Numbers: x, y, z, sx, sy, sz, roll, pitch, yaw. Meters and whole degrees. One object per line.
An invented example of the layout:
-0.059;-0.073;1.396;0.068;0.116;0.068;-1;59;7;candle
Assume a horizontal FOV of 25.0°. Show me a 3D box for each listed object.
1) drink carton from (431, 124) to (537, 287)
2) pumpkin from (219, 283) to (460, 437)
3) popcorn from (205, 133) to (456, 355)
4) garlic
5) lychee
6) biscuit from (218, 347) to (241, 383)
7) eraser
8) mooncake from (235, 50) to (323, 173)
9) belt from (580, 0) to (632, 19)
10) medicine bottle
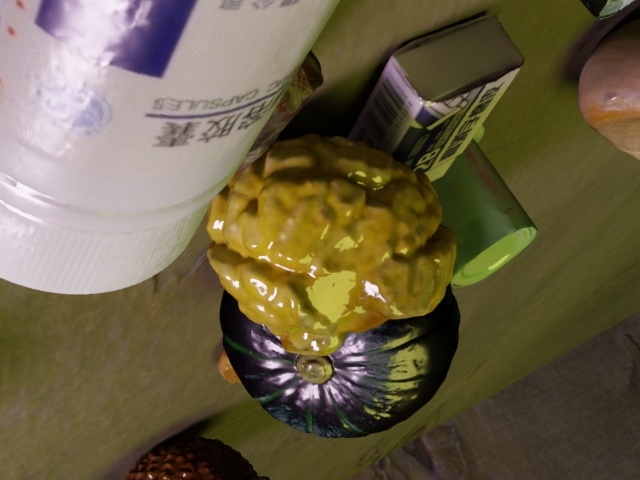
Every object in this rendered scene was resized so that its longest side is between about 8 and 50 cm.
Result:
0.147;-0.035;1.540;0.146;0.142;0.144;-37;164;9;drink carton
0.028;0.071;1.505;0.248;0.248;0.248;-30;164;-10;pumpkin
0.000;0.000;1.290;0.226;0.200;0.203;-21;-174;-28;popcorn
0.362;-0.154;1.559;0.145;0.164;0.245;-41;172;-10;garlic
-0.173;0.364;2.022;0.238;0.200;0.200;-23;169;24;lychee
-0.050;0.105;1.772;0.224;0.033;0.144;-40;160;22;biscuit
0.093;-0.111;1.347;0.124;0.068;0.210;-27;163;-28;eraser
-0.062;-0.104;1.071;0.125;0.073;0.130;-41;164;22;mooncake
0.259;-0.253;1.264;0.105;0.058;0.140;-38;160;-4;belt
-0.097;-0.126;0.729;0.190;0.190;0.332;-21;160;-35;medicine bottle
